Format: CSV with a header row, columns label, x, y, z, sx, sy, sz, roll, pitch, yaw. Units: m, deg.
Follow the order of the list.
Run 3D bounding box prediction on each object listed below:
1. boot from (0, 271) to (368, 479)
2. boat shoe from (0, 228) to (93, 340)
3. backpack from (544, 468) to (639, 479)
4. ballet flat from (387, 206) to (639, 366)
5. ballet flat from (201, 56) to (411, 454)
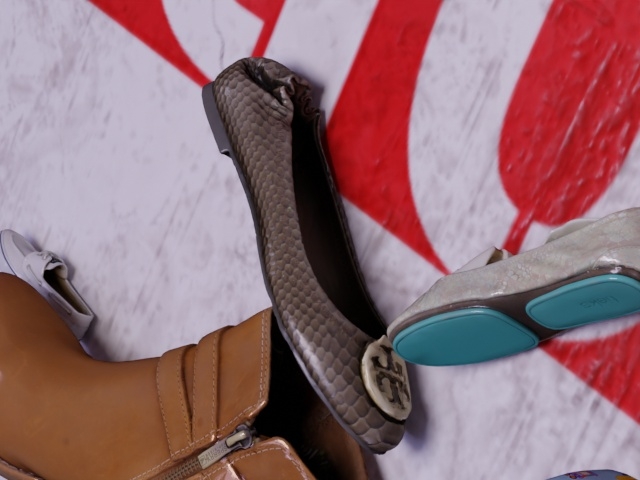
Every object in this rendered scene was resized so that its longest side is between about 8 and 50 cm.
label,x,y,z,sx,sy,sz,roll,pitch,yaw
boot,-0.101,0.095,1.081,0.220,0.109,0.283,-43,63,36
boat shoe,-0.181,0.024,1.224,0.035,0.035,0.100,-50,59,23
backpack,0.101,0.175,0.842,0.117,0.158,0.173,46,125,42
ballet flat,0.106,0.023,0.933,0.168,0.057,0.052,-17,48,40
ballet flat,0.000,0.000,1.023,0.058,0.084,0.250,-29,62,14
